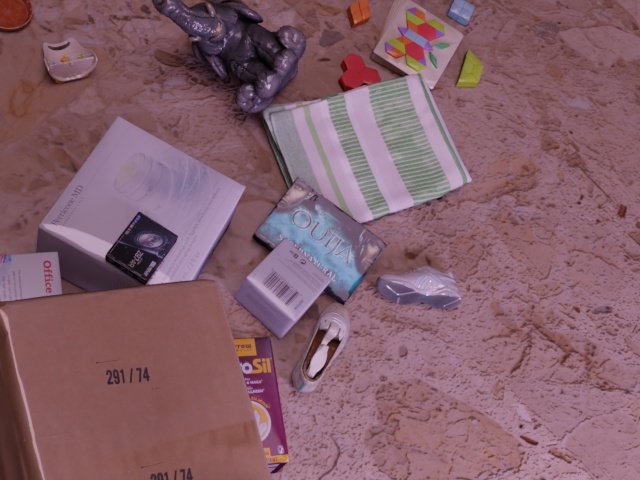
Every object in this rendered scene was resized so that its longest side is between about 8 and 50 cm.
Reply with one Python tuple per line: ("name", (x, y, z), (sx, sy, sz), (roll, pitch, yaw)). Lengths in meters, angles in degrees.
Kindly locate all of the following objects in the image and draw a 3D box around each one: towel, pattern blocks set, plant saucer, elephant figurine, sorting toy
("towel", (0.083, -0.160, 1.625), (0.324, 0.038, 0.248), (-17, 75, -23))
("pattern blocks set", (0.182, -0.378, 1.787), (0.285, 0.026, 0.325), (19, 60, -10))
("plant saucer", (-0.522, -0.383, 1.551), (0.083, 0.013, 0.084), (7, 63, -15))
("elephant figurine", (-0.153, -0.343, 1.562), (0.239, 0.186, 0.169), (34, 62, -1))
("sorting toy", (-0.420, -0.303, 1.533), (0.083, 0.045, 0.075), (-18, 65, -25))

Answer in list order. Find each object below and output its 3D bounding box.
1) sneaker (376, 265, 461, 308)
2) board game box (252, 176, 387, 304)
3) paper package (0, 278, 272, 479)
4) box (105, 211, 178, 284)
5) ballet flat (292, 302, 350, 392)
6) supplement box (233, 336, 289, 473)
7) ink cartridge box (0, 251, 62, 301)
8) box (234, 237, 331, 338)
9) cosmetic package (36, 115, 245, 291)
("sneaker", (0.160, 0.073, 1.547), (0.152, 0.054, 0.061), (11, 52, -21))
("board game box", (0.000, 0.000, 1.515), (0.186, 0.026, 0.126), (37, 74, -1))
("paper package", (-0.257, 0.220, 1.139), (0.324, 0.168, 0.310), (-6, 76, -48))
("box", (-0.247, 0.010, 1.290), (0.067, 0.018, 0.083), (33, 60, -1))
("ballet flat", (0.010, 0.162, 1.444), (0.057, 0.052, 0.168), (28, 59, -4))
("supplement box", (-0.116, 0.241, 1.345), (0.104, 0.081, 0.188), (-2, 65, -20))
("ink cartridge box", (-0.443, 0.100, 1.272), (0.176, 0.127, 0.128), (-3, 67, -21))
("box", (-0.059, 0.075, 1.443), (0.101, 0.087, 0.102), (42, 58, 4))
("cosmetic package", (-0.268, -0.024, 1.391), (0.224, 0.138, 0.224), (28, 59, -3))
